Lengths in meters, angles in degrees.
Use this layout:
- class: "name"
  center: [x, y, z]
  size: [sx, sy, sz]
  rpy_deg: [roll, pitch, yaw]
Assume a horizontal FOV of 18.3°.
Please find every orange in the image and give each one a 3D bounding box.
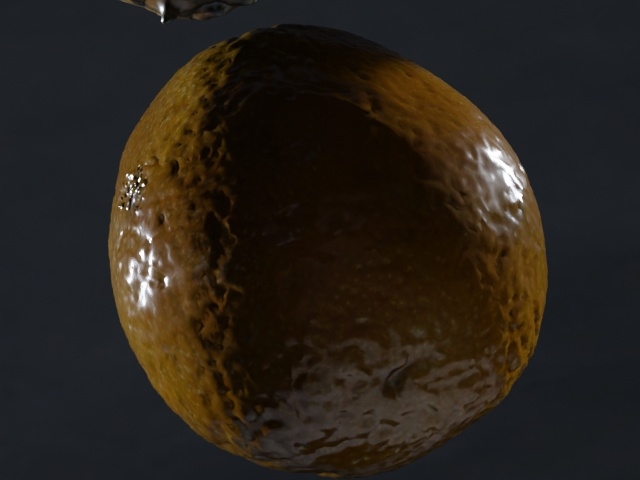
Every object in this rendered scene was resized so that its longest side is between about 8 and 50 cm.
- class: "orange"
  center: [0.000, 0.000, 1.500]
  size: [0.322, 0.322, 0.357]
  rpy_deg: [-16, 44, -8]

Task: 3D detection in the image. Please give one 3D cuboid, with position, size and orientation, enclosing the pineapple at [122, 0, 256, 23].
- class: "pineapple"
  center: [-0.055, -0.251, 0.894]
  size: [0.165, 0.364, 0.165]
  rpy_deg: [1, 59, -1]
